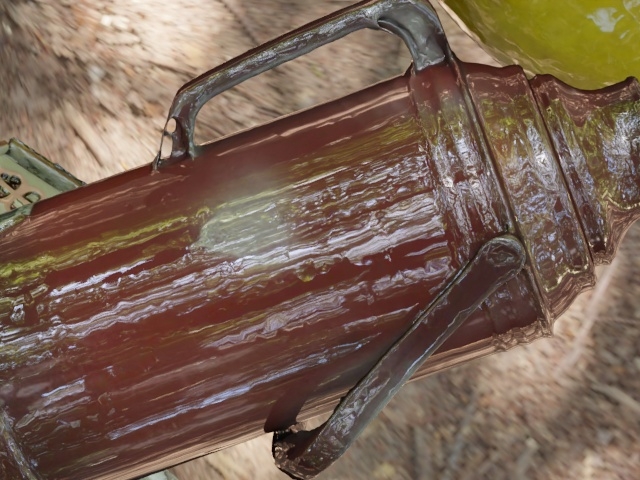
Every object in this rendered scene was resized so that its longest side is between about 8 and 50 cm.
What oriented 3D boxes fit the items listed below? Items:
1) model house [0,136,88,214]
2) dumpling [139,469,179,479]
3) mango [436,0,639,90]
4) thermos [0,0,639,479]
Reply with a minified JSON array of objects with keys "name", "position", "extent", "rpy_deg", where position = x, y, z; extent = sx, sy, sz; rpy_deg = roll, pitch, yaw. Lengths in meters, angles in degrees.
[{"name":"model house","position":[-0.242,0.032,1.490],"extent":[0.326,0.244,0.169],"rpy_deg":[12,125,-35]},{"name":"dumpling","position":[-0.083,0.197,0.881],"extent":[0.118,0.136,0.199],"rpy_deg":[0,60,-11]},{"name":"mango","position":[0.121,-0.233,0.885],"extent":[0.445,0.220,0.301],"rpy_deg":[26,72,-34]},{"name":"thermos","position":[0.000,0.000,0.530],"extent":[0.232,0.099,0.124],"rpy_deg":[-21,107,7]}]
